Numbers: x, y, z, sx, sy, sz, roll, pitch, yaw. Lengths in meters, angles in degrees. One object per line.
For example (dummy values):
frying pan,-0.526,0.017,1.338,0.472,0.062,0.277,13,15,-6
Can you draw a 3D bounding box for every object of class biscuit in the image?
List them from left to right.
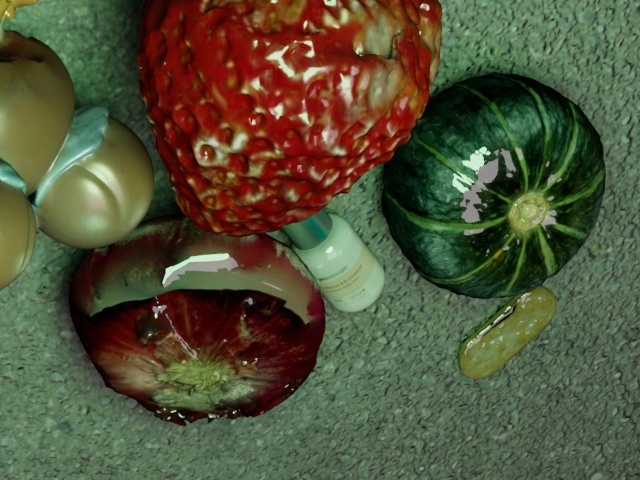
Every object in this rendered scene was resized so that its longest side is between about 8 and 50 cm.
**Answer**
biscuit,0.225,0.111,2.156,0.147,0.018,0.071,-43,132,1

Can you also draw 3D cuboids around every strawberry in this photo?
strawberry,-0.022,-0.151,1.608,0.291,0.292,0.310,-28,128,-10

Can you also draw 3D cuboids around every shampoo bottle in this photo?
shampoo bottle,0.000,0.000,1.930,0.074,0.074,0.192,-39,130,-1

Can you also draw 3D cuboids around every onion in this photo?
onion,-0.127,0.055,1.842,0.272,0.195,0.272,0,136,0

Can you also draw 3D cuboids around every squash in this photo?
squash,0.187,-0.058,1.937,0.252,0.165,0.252,-12,121,-22

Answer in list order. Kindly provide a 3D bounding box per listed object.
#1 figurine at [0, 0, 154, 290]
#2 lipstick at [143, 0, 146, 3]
figurine,-0.284,-0.170,1.582,0.276,0.248,0.388,-22,134,-45
lipstick,-0.114,-0.186,1.757,0.066,0.068,0.317,-29,129,-8
